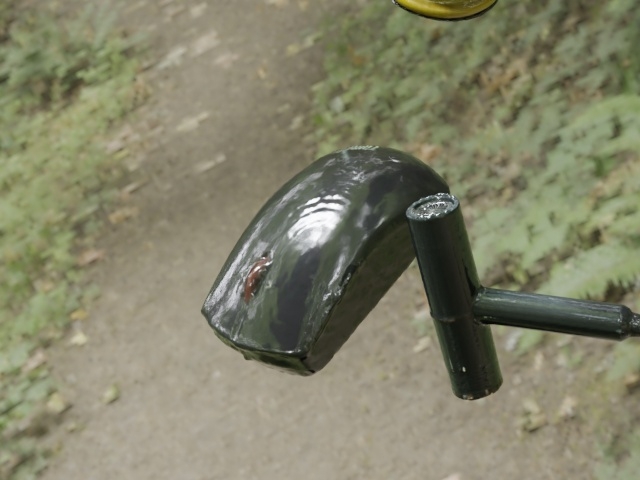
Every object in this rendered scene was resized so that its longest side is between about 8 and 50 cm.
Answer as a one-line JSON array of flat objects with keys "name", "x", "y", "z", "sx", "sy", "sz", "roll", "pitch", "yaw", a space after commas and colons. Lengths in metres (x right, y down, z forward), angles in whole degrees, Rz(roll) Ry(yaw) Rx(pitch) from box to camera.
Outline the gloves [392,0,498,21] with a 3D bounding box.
[{"name": "gloves", "x": 0.117, "y": -0.333, "z": 1.124, "sx": 0.133, "sy": 0.294, "sz": 0.116, "roll": 28, "pitch": 53, "yaw": 19}]

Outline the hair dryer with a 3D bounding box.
[{"name": "hair dryer", "x": 0.175, "y": 0.041, "z": 1.062, "sx": 0.195, "sy": 0.173, "sz": 0.050, "roll": -6, "pitch": 28, "yaw": 26}]

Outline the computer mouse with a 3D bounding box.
[{"name": "computer mouse", "x": 0.000, "y": 0.000, "z": 1.308, "sx": 0.269, "sy": 0.100, "sz": 0.170, "roll": -51, "pitch": 35, "yaw": -16}]
